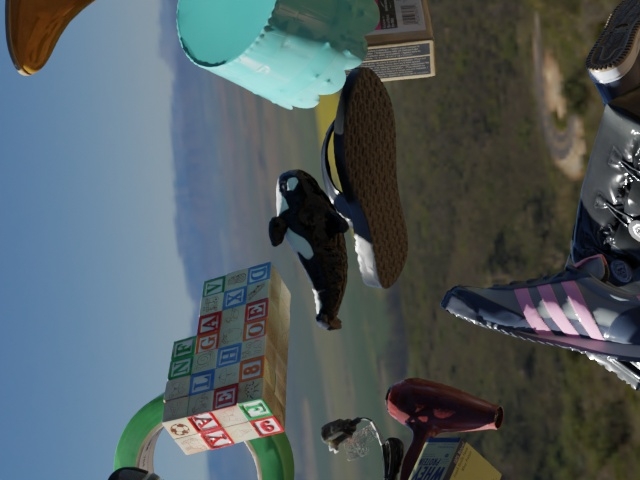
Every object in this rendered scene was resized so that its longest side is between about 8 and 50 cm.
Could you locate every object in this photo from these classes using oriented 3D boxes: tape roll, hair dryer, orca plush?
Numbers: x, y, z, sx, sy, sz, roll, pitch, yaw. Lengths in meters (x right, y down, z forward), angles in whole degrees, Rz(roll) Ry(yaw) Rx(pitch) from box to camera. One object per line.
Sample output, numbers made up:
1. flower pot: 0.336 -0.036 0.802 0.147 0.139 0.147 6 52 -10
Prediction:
1. tape roll: -0.210 0.417 2.140 0.077 0.321 0.321 -28 -68 -75
2. hair dryer: 0.158 0.326 1.871 0.080 0.293 0.224 29 -149 -59
3. orca plush: 0.000 0.000 1.980 0.102 0.151 0.287 -35 50 45

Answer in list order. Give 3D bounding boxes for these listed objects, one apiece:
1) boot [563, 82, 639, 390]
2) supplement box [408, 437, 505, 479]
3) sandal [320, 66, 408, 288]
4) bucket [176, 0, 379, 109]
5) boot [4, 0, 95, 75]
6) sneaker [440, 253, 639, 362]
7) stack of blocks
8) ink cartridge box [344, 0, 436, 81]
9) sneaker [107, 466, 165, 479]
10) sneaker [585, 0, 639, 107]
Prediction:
1. boot: 0.547 0.025 1.779 0.146 0.367 0.445 -43 -28 -47
2. supplement box: 0.148 0.276 1.323 0.056 0.083 0.083 -13 41 51
3. sandal: 0.064 -0.101 2.128 0.167 0.107 0.446 -48 -40 -42
4. bucket: -0.070 -0.347 1.765 0.281 0.183 0.281 -15 69 42
5. boot: -0.295 -0.358 1.590 0.104 0.211 0.295 47 -130 -71
6. sneaker: 0.320 0.075 1.566 0.112 0.319 0.131 9 -88 -70
7. stack of blocks: -0.146 0.185 1.914 0.297 0.171 0.087 -88 -24 -47
8. ink cartridge box: 0.113 -0.396 2.249 0.235 0.193 0.088 -93 -2 -50
9. sneaker: -0.215 0.424 1.735 0.086 0.228 0.132 -53 -12 -25
10. sneaker: 0.554 -0.314 2.050 0.099 0.282 0.153 2 131 43
